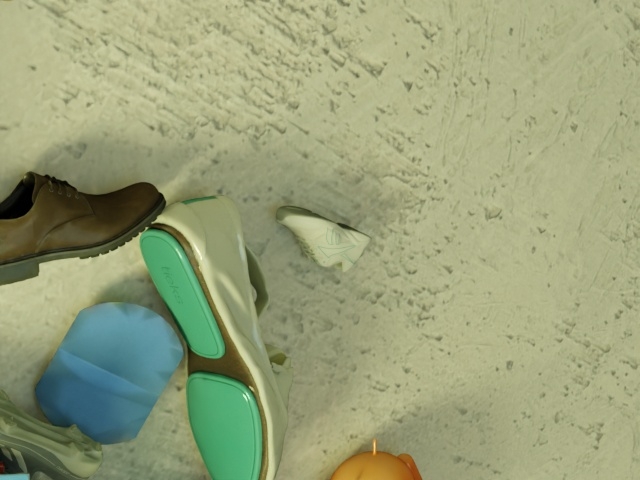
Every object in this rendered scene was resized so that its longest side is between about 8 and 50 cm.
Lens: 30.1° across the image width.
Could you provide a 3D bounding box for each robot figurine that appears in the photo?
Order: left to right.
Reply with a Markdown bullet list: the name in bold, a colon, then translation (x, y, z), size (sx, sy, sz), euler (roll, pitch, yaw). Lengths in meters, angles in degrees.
- **robot figurine**: translation (0.082, 0.377, 1.627), size (0.158, 0.128, 0.219), euler (-22, 123, -7)

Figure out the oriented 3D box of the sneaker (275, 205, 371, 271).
- **sneaker**: translation (0.000, 0.000, 1.464), size (0.152, 0.053, 0.061), euler (23, 94, -42)

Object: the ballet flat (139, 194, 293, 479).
- **ballet flat**: translation (-0.096, 0.125, 1.394), size (0.139, 0.139, 0.400), euler (-28, 120, -28)

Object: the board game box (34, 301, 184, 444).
- **board game box**: translation (-0.240, 0.144, 1.335), size (0.133, 0.033, 0.169), euler (29, 92, -26)

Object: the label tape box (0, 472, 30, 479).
- **label tape box**: translation (-0.424, 0.386, 1.180), size (0.240, 0.106, 0.334), euler (3, 92, -24)

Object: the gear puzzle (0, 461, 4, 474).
- **gear puzzle**: translation (-0.426, 0.243, 1.205), size (0.175, 0.044, 0.339), euler (-34, 127, 1)

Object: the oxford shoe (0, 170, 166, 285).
- **oxford shoe**: translation (-0.261, -0.029, 1.223), size (0.227, 0.083, 0.096), euler (-20, 114, -33)

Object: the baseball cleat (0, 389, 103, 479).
- **baseball cleat**: translation (-0.335, 0.223, 1.266), size (0.206, 0.072, 0.109), euler (32, 108, -28)
